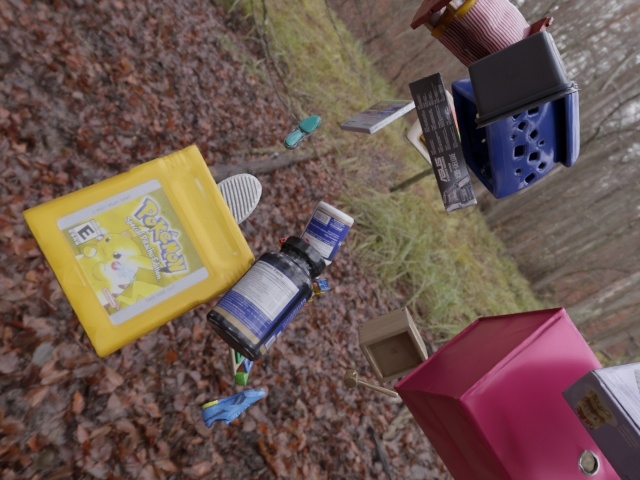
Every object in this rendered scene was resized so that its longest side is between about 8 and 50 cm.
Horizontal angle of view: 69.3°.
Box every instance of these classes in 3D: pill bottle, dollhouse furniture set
[{"bbox_3d":[-0.091,0.099,0.843,0.123,0.122,0.219,49,66,-16],"label":"pill bottle"},{"bbox_3d":[0.000,0.000,1.741,0.153,0.265,0.153,29,5,-3],"label":"pill bottle"},{"bbox_3d":[0.360,-0.523,0.906,0.201,0.374,0.152,32,-10,-18],"label":"dollhouse furniture set"}]

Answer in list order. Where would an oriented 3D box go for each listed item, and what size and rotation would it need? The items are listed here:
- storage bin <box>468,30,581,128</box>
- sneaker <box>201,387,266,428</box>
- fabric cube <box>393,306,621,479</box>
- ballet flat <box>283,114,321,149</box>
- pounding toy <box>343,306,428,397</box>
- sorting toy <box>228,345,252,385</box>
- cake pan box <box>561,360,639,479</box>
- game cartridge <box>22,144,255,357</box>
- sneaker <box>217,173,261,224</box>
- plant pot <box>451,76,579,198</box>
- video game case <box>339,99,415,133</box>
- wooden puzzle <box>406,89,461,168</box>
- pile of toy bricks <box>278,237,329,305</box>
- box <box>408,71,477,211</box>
[{"bbox_3d":[0.280,-0.227,0.654,0.098,0.135,0.091,-27,99,-52],"label":"storage bin"},{"bbox_3d":[-0.268,0.531,1.468,0.069,0.209,0.082,100,-29,-60],"label":"sneaker"},{"bbox_3d":[0.337,0.301,0.814,0.258,0.254,0.259,58,-18,4],"label":"fabric cube"},{"bbox_3d":[-0.045,-0.253,1.094,0.041,0.114,0.041,39,-21,18],"label":"ballet flat"},{"bbox_3d":[0.150,0.284,1.120,0.181,0.206,0.094,61,14,-20],"label":"pounding toy"},{"bbox_3d":[-0.218,0.267,1.358,0.196,0.047,0.348,-62,154,-62],"label":"sorting toy"},{"bbox_3d":[0.462,0.268,0.547,0.245,0.070,0.267,-1,46,-28],"label":"cake pan box"},{"bbox_3d":[-0.314,0.008,0.855,0.285,0.323,0.052,62,-21,-2],"label":"game cartridge"},{"bbox_3d":[-0.251,-0.050,1.107,0.102,0.282,0.161,47,2,-6],"label":"sneaker"},{"bbox_3d":[0.454,-0.270,1.077,0.236,0.212,0.236,-97,166,-57],"label":"plant pot"},{"bbox_3d":[0.191,-0.420,1.563,0.023,0.193,0.212,62,-14,-26],"label":"video game case"},{"bbox_3d":[0.448,-0.394,1.700,0.238,0.221,0.044,35,3,-36],"label":"wooden puzzle"},{"bbox_3d":[-0.060,0.098,1.364,0.118,0.105,0.212,-5,56,-39],"label":"pile of toy bricks"},{"bbox_3d":[0.303,-0.243,1.138,0.242,0.076,0.308,-47,120,-68],"label":"box"}]
